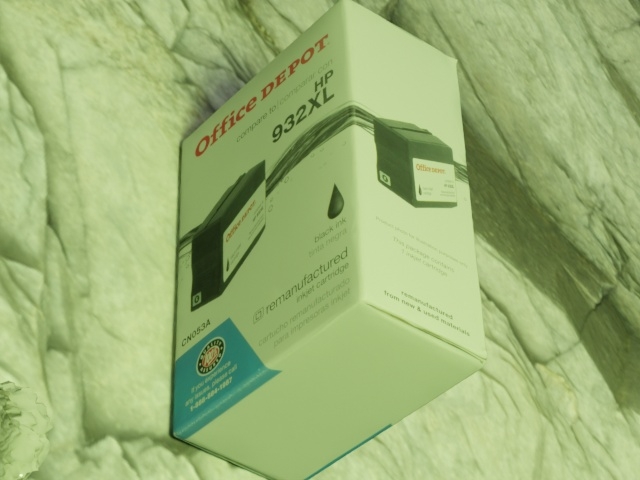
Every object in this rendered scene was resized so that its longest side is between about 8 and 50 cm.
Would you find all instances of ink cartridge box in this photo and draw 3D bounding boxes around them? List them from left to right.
[{"bbox_3d":[0.000,0.000,1.413,0.129,0.223,0.307,27,42,-31],"label":"ink cartridge box"}]

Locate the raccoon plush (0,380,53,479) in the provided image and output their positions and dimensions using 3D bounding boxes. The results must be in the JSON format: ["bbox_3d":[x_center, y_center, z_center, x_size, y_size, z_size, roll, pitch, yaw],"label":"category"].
[{"bbox_3d":[-0.282,0.023,1.010,0.446,0.299,0.216,-5,64,-51],"label":"raccoon plush"}]
